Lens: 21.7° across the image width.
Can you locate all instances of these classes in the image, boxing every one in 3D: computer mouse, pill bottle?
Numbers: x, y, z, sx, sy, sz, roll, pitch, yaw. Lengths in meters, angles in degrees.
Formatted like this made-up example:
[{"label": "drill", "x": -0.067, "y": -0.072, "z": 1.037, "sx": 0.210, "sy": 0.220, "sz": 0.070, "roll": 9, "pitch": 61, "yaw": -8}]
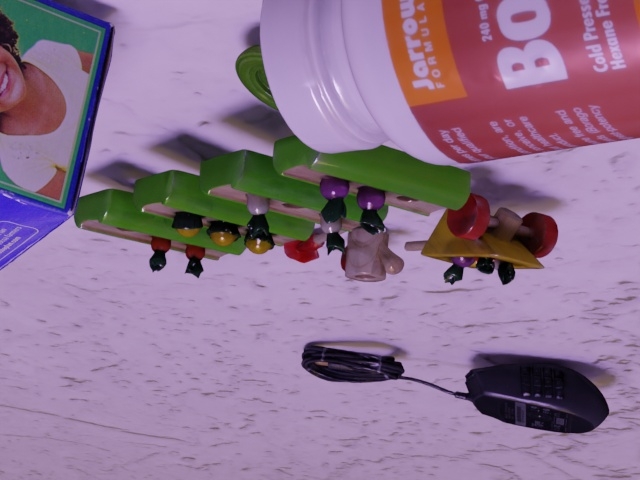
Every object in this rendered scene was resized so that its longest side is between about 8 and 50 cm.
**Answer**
[{"label": "computer mouse", "x": 0.104, "y": 0.104, "z": 1.294, "sx": 0.242, "sy": 0.041, "sz": 0.071, "roll": 11, "pitch": 159, "yaw": 8}, {"label": "pill bottle", "x": 0.088, "y": -0.096, "z": 0.701, "sx": 0.216, "sy": 0.121, "sz": 0.121, "roll": -8, "pitch": 153, "yaw": 32}]

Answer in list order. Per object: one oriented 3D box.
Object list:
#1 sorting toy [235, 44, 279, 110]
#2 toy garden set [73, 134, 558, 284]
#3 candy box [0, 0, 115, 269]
[{"label": "sorting toy", "x": 0.007, "y": -0.092, "z": 0.855, "sx": 0.102, "sy": 0.042, "sz": 0.061, "roll": 1, "pitch": 144, "yaw": 46}, {"label": "toy garden set", "x": 0.000, "y": 0.000, "z": 1.009, "sx": 0.204, "sy": 0.049, "sz": 0.244, "roll": 14, "pitch": 163, "yaw": -37}, {"label": "candy box", "x": -0.311, "y": -0.074, "z": 0.880, "sx": 0.317, "sy": 0.122, "sz": 0.268, "roll": 18, "pitch": 156, "yaw": -26}]
